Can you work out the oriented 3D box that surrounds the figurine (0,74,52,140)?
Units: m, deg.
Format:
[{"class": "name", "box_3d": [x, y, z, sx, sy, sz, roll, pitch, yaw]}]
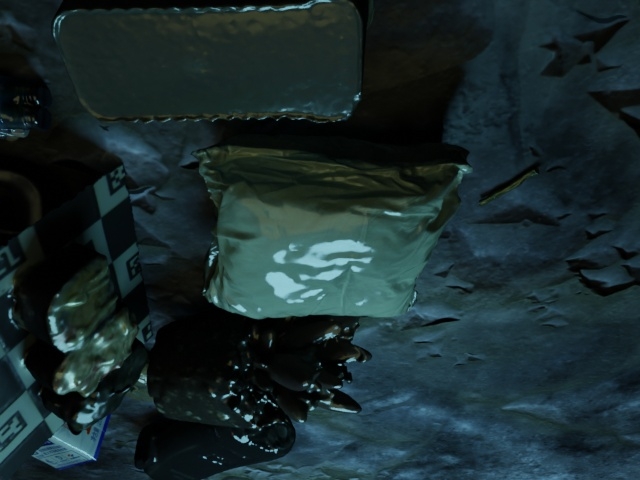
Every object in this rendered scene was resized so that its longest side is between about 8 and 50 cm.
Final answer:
[{"class": "figurine", "box_3d": [-0.376, -0.143, 0.607, 0.149, 0.087, 0.086, 4, 98, -2]}]

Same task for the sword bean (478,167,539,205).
[{"class": "sword bean", "box_3d": [0.234, -0.066, 0.702, 0.083, 0.012, 0.012, -33, 125, 30]}]

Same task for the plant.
[{"class": "plant", "box_3d": [-0.088, 0.194, 0.865, 0.320, 0.182, 0.194, -7, 135, 16]}]

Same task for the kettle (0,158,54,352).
[{"class": "kettle", "box_3d": [-0.504, 0.024, 0.733, 0.307, 0.263, 0.203, 6, 171, -8]}]

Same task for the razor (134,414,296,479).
[{"class": "razor", "box_3d": [-0.217, 0.400, 1.124, 0.326, 0.107, 0.189, -29, 128, 29]}]

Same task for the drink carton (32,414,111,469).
[{"class": "drink carton", "box_3d": [-0.525, 0.280, 1.002, 0.106, 0.131, 0.315, -21, 130, 20]}]

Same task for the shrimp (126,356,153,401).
[{"class": "shrimp", "box_3d": [-0.366, 0.225, 0.994, 0.145, 0.059, 0.254, -25, 135, 38]}]

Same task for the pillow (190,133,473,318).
[{"class": "pillow", "box_3d": [0.000, 0.000, 0.689, 0.309, 0.138, 0.284, 2, 136, -4]}]

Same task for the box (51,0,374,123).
[{"class": "box", "box_3d": [-0.087, -0.191, 0.471, 0.273, 0.178, 0.138, -2, 135, 3]}]

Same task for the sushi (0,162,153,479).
[{"class": "sushi", "box_3d": [-0.291, 0.134, 0.718, 0.099, 0.296, 0.373, 26, 136, 16]}]
